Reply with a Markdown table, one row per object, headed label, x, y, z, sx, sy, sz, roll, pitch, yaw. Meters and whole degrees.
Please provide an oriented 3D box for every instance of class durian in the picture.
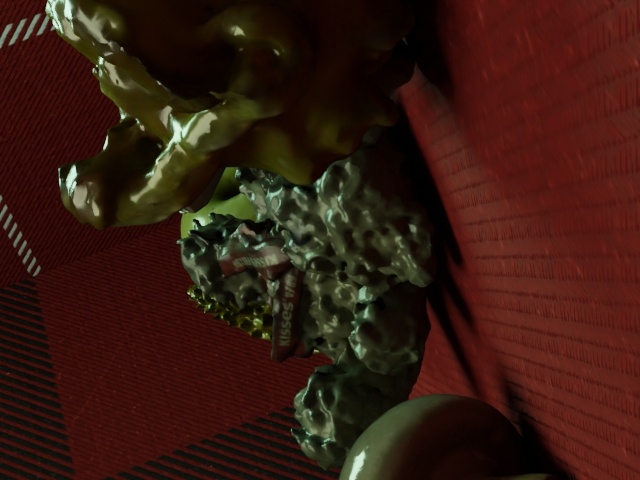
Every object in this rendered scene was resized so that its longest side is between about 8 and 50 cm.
| label | x | y | z | sx | sy | sz | roll | pitch | yaw |
| --- | --- | --- | --- | --- | --- | --- | --- | --- | --- |
| durian | -0.002 | 0.071 | 1.477 | 0.166 | 0.306 | 0.172 | -27 | 79 | 41 |

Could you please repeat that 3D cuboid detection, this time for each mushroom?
| label | x | y | z | sx | sy | sz | roll | pitch | yaw |
| --- | --- | --- | --- | --- | --- | --- | --- | --- | --- |
| mushroom | 0.126 | 0.235 | 0.998 | 0.215 | 0.207 | 0.207 | -14 | 98 | 52 |

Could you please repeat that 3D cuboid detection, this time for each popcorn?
| label | x | y | z | sx | sy | sz | roll | pitch | yaw |
| --- | --- | --- | --- | --- | --- | --- | --- | --- | --- |
| popcorn | -0.078 | -0.182 | 0.890 | 0.326 | 0.290 | 0.321 | 96 | 164 | -82 |

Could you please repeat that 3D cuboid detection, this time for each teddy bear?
| label | x | y | z | sx | sy | sz | roll | pitch | yaw |
| --- | --- | --- | --- | --- | --- | --- | --- | --- | --- |
| teddy bear | 0.000 | 0.000 | 1.174 | 0.357 | 0.224 | 0.368 | 55 | 163 | 32 |

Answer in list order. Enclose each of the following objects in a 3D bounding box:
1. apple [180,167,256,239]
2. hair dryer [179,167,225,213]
| label | x | y | z | sx | sy | sz | roll | pitch | yaw |
| --- | --- | --- | --- | --- | --- | --- | --- | --- | --- |
| apple | -0.080 | -0.013 | 1.735 | 0.262 | 0.262 | 0.262 | 159 | 90 | -85 |
| hair dryer | -0.084 | -0.121 | 1.117 | 0.106 | 0.189 | 0.344 | 29 | 172 | -23 |
